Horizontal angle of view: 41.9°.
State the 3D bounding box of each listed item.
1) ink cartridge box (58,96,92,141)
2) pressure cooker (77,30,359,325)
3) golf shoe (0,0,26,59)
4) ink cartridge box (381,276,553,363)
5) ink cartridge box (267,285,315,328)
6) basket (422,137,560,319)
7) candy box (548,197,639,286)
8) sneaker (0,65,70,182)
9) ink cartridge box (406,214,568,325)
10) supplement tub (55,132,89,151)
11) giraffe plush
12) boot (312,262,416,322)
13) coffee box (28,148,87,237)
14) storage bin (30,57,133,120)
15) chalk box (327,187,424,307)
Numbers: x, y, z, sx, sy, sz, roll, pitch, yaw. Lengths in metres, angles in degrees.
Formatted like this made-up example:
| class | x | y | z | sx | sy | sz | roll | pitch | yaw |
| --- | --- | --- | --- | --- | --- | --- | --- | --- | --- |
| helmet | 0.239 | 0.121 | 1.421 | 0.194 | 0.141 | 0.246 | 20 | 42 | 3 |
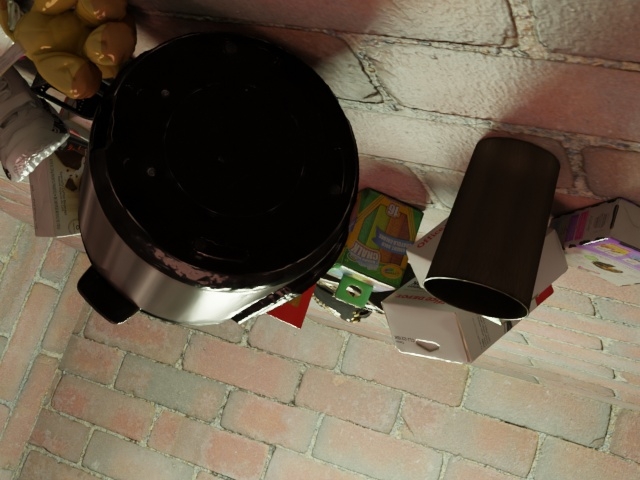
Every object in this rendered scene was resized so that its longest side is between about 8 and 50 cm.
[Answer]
| class | x | y | z | sx | sy | sz | roll | pitch | yaw |
| --- | --- | --- | --- | --- | --- | --- | --- | --- | --- |
| ink cartridge box | -0.428 | -0.239 | 1.635 | 0.115 | 0.067 | 0.198 | 27 | 166 | -31 |
| pressure cooker | -0.167 | -0.068 | 1.242 | 0.370 | 0.375 | 0.420 | 0 | 165 | -20 |
| golf shoe | -0.484 | -0.337 | 1.254 | 0.140 | 0.115 | 0.306 | 13 | 178 | -26 |
| ink cartridge box | 0.283 | 0.111 | 1.613 | 0.197 | 0.273 | 0.114 | 3 | 119 | 51 |
| ink cartridge box | -0.074 | -0.007 | 1.584 | 0.261 | 0.296 | 0.066 | 26 | 165 | -32 |
| basket | 0.254 | -0.019 | 1.208 | 0.154 | 0.226 | 0.204 | 17 | 167 | 11 |
| candy box | 0.483 | 0.008 | 1.349 | 0.165 | 0.070 | 0.196 | 22 | 167 | -13 |
| sneaker | -0.569 | -0.234 | 1.482 | 0.210 | 0.137 | 0.366 | 47 | 178 | -25 |
| ink cartridge box | 0.275 | 0.032 | 1.413 | 0.219 | 0.160 | 0.092 | 25 | 147 | 55 |
| supplement tub | -0.591 | -0.198 | 1.962 | 0.198 | 0.106 | 0.106 | 19 | 168 | -2 |
| giraffe plush | -0.320 | -0.274 | 1.155 | 0.210 | 0.181 | 0.170 | -19 | 177 | 22 |
| boot | 0.117 | 0.129 | 2.089 | 0.378 | 0.138 | 0.284 | 19 | 162 | 10 |
| coffee box | -0.422 | -0.105 | 1.696 | 0.297 | 0.168 | 0.119 | -10 | -173 | -37 |
| storage bin | -0.394 | -0.272 | 1.408 | 0.122 | 0.084 | 0.180 | 28 | 166 | -35 |
| chalk box | 0.094 | 0.025 | 1.659 | 0.133 | 0.212 | 0.132 | 22 | 167 | -14 |
